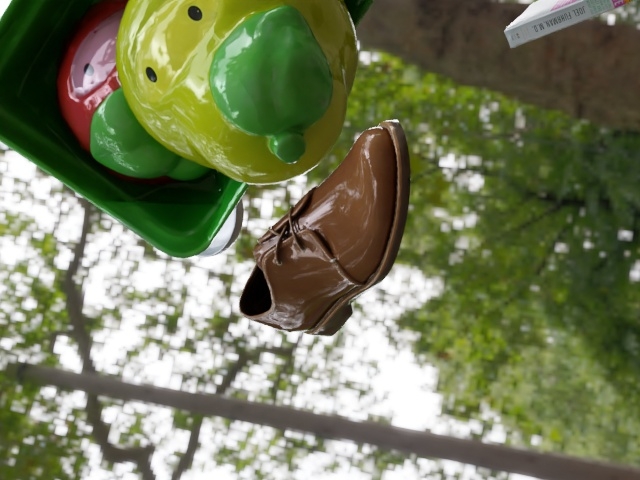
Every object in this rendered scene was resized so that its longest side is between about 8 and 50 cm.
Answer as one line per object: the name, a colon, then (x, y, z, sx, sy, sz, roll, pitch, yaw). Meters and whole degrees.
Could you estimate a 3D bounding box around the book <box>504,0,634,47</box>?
book: (0.253, -0.228, 1.201, 0.035, 0.144, 0.096, 64, -146, -13)

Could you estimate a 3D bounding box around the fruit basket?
fruit basket: (-0.093, -0.170, 0.986, 0.392, 0.283, 0.392, -56, 2, 2)

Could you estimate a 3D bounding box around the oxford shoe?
oxford shoe: (0.000, 0.000, 0.836, 0.212, 0.076, 0.076, 119, 146, -47)

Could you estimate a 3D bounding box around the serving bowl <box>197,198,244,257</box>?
serving bowl: (-0.102, -0.025, 1.212, 0.027, 0.083, 0.083, 3, -86, -52)
